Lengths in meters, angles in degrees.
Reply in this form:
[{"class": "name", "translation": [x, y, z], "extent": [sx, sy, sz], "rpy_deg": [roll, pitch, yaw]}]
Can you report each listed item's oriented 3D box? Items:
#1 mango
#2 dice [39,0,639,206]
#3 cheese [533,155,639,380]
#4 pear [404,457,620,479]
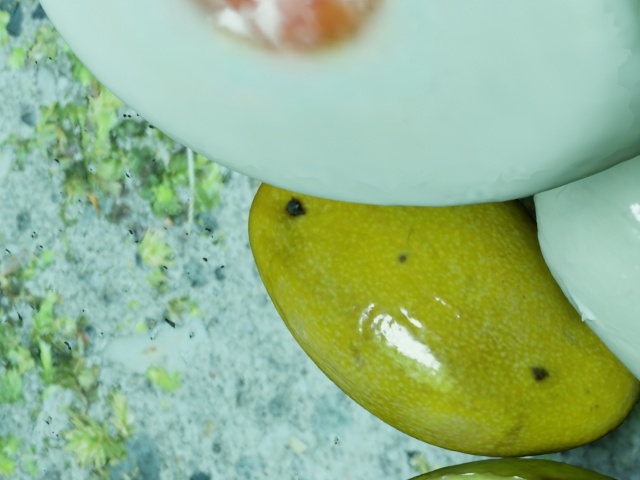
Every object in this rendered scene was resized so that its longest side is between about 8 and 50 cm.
[{"class": "mango", "translation": [0.064, 0.025, 0.883], "extent": [0.262, 0.157, 0.109], "rpy_deg": [36, 156, 29]}, {"class": "dice", "translation": [0.048, -0.206, 0.722], "extent": [0.304, 0.304, 0.277], "rpy_deg": [2, 128, 36]}, {"class": "cheese", "translation": [0.205, -0.018, 0.801], "extent": [0.189, 0.154, 0.198], "rpy_deg": [48, 119, 19]}, {"class": "pear", "translation": [0.147, 0.272, 0.861], "extent": [0.387, 0.191, 0.340], "rpy_deg": [-2, 98, 28]}]
